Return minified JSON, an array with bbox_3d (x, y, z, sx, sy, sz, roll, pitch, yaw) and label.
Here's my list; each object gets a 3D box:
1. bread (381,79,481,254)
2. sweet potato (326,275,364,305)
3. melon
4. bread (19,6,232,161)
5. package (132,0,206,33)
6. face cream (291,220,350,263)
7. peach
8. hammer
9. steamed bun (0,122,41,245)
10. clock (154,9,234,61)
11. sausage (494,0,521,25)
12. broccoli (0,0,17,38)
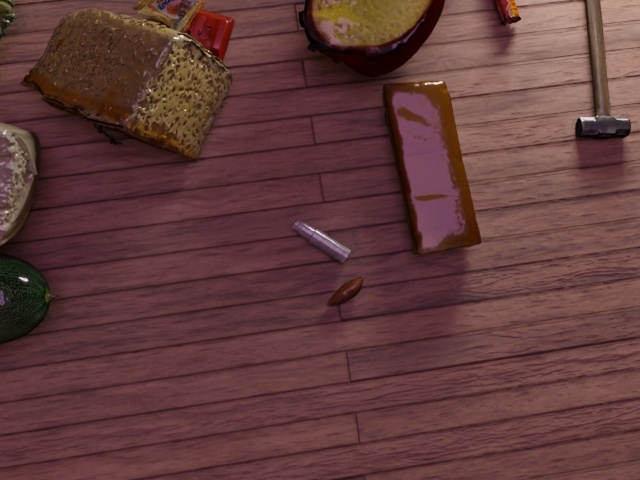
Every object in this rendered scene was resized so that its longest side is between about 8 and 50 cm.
[{"bbox_3d":[0.227,-0.154,1.754,0.138,0.077,0.362,-10,84,-5],"label":"bread"},{"bbox_3d":[0.053,0.107,1.729,0.095,0.034,0.034,-36,87,3],"label":"sweet potato"},{"bbox_3d":[-0.640,0.111,1.595,0.287,0.182,0.183,2,82,-2],"label":"melon"},{"bbox_3d":[-0.379,-0.311,1.706,0.315,0.279,0.249,24,89,37],"label":"bread"},{"bbox_3d":[-0.305,-0.482,1.724,0.120,0.031,0.108,32,69,11],"label":"package"},{"bbox_3d":[0.000,0.000,1.736,0.130,0.034,0.034,32,81,-1],"label":"face cream"},{"bbox_3d":[0.124,-0.502,1.722,0.257,0.201,0.362,29,92,8],"label":"peach"},{"bbox_3d":[0.603,-0.400,1.841,0.111,0.043,0.366,-1,81,-4],"label":"hammer"},{"bbox_3d":[-0.685,-0.104,1.589,0.290,0.273,0.273,15,97,4],"label":"steamed bun"},{"bbox_3d":[-0.269,-0.435,1.758,0.155,0.061,0.113,15,80,-1],"label":"clock"},{"bbox_3d":[0.396,-0.544,1.837,0.050,0.048,0.146,-14,82,-12],"label":"sausage"},{"bbox_3d":[-0.750,-0.433,1.601,0.347,0.281,0.293,-32,74,-7],"label":"broccoli"}]
